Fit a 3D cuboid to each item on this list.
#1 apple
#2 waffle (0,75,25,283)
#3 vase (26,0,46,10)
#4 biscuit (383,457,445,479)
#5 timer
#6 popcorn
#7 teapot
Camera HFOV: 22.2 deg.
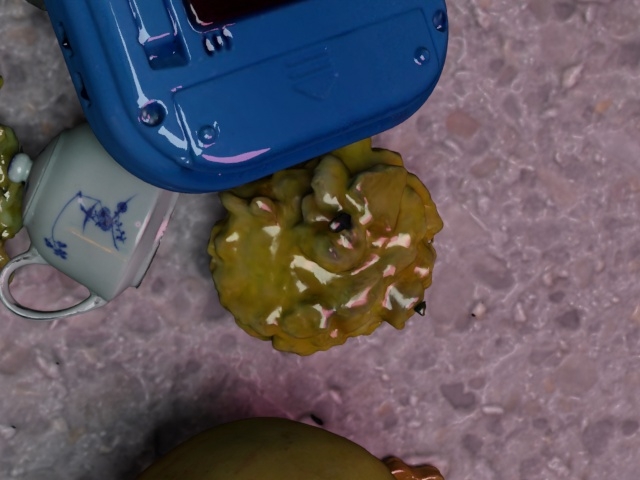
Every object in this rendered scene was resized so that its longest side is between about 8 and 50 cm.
[{"bbox_3d":[-0.055,0.316,1.484,0.338,0.338,0.305,36,79,-22],"label":"apple"},{"bbox_3d":[-0.408,-0.029,1.408,0.317,0.073,0.297,3,106,-17],"label":"waffle"},{"bbox_3d":[-0.308,-0.268,1.351,0.219,0.096,0.096,24,100,-24],"label":"vase"},{"bbox_3d":[0.065,0.342,1.679,0.184,0.035,0.249,-8,109,-14],"label":"biscuit"},{"bbox_3d":[-0.058,-0.214,1.364,0.340,0.115,0.309,-22,95,-26],"label":"timer"},{"bbox_3d":[0.002,-0.001,1.478,0.218,0.169,0.189,-24,114,-14],"label":"popcorn"},{"bbox_3d":[-0.206,-0.035,1.426,0.159,0.159,0.232,23,90,-21],"label":"teapot"}]
